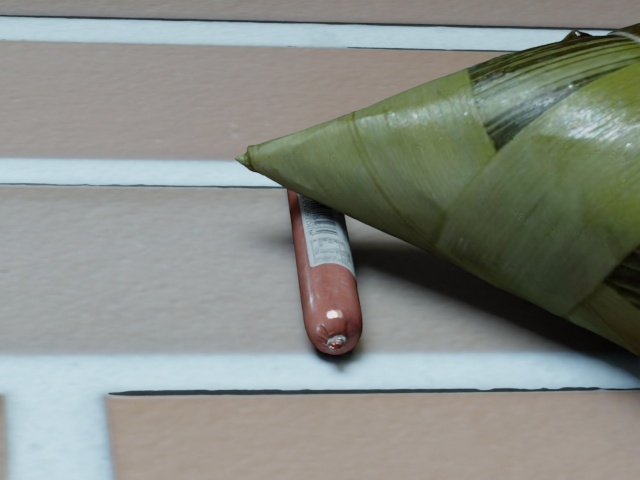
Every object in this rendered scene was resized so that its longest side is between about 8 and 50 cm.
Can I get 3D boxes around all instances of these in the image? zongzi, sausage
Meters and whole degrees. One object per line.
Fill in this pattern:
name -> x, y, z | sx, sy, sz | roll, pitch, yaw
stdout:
zongzi -> 0.128, 0.010, 0.910 | 0.317, 0.154, 0.289 | -10, 31, -1
sausage -> 0.000, 0.000, 1.006 | 0.029, 0.029, 0.223 | 3, 27, -6
